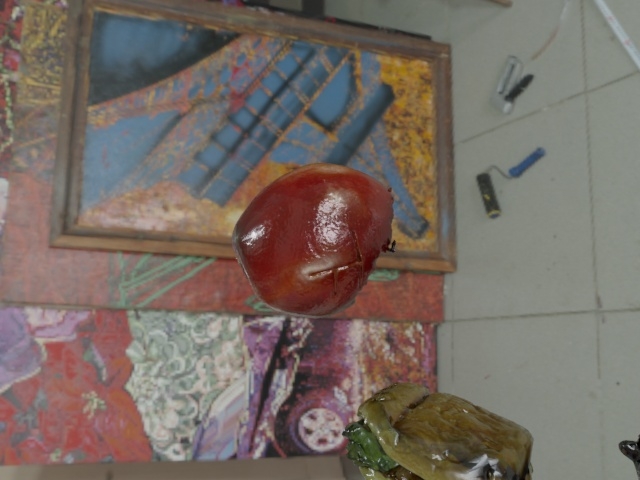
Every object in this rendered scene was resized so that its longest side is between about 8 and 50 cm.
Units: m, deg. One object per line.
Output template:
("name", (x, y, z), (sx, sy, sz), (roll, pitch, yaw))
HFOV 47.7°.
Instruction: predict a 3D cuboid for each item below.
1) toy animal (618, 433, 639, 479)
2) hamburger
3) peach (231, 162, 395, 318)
("toy animal", (0.458, 0.207, 0.846), (0.117, 0.121, 0.210), (49, 131, 34))
("hamburger", (0.136, 0.227, 0.781), (0.206, 0.183, 0.130), (36, 108, 21))
("peach", (0.000, 0.000, 0.980), (0.196, 0.226, 0.190), (63, 174, 8))
